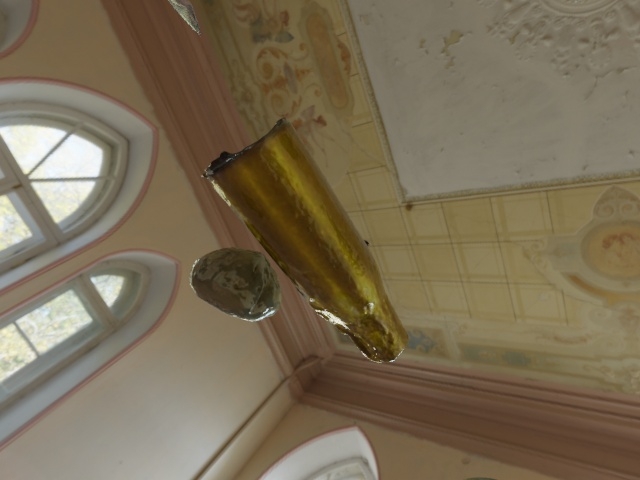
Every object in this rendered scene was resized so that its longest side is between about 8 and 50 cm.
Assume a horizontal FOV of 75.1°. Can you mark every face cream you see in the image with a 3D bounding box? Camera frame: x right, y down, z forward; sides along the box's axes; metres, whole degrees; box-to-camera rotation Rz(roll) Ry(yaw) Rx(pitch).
[{"bbox_3d":[-0.179,-0.302,0.525,0.115,0.020,0.038,55,-16,27],"label":"face cream"}]

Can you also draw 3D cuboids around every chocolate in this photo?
[{"bbox_3d":[-0.002,0.029,0.688,0.162,0.162,0.445,-18,-68,45],"label":"chocolate"}]

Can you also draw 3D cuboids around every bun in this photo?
[{"bbox_3d":[-0.141,0.066,0.764,0.183,0.183,0.102,31,-77,19],"label":"bun"}]

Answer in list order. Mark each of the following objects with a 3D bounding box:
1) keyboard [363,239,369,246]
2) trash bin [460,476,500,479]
[{"bbox_3d":[0.000,0.000,1.113,0.250,0.017,0.087,17,-53,-1],"label":"keyboard"},{"bbox_3d":[0.205,0.543,0.564,0.280,0.432,0.280,-1,-92,33],"label":"trash bin"}]
